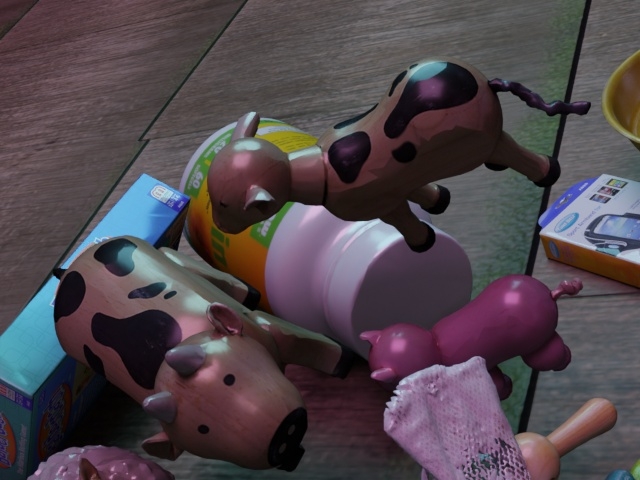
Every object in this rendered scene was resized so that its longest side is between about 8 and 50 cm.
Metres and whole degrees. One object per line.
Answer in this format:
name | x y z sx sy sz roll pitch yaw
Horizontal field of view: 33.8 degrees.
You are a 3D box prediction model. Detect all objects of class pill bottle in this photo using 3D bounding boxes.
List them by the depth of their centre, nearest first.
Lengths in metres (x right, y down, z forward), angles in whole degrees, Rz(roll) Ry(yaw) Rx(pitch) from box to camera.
pill bottle | 0.000 0.000 0.797 0.136 0.136 0.246 -35 34 -16

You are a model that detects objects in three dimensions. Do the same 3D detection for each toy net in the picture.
toy net | 0.121 0.131 0.492 0.045 0.232 0.122 -44 33 50

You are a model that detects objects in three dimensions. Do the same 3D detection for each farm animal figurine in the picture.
farm animal figurine | -0.040 0.053 0.589 0.327 0.172 0.330 5 74 41

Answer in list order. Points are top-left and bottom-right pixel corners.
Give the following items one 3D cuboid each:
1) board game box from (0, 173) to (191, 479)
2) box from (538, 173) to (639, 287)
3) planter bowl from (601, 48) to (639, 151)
board game box | -0.179 0.071 0.797 0.047 0.160 0.210 28 48 5
box | 0.227 -0.007 0.768 0.081 0.028 0.136 -39 33 -22
planter bowl | 0.320 -0.085 0.757 0.217 0.090 0.217 -16 31 10
